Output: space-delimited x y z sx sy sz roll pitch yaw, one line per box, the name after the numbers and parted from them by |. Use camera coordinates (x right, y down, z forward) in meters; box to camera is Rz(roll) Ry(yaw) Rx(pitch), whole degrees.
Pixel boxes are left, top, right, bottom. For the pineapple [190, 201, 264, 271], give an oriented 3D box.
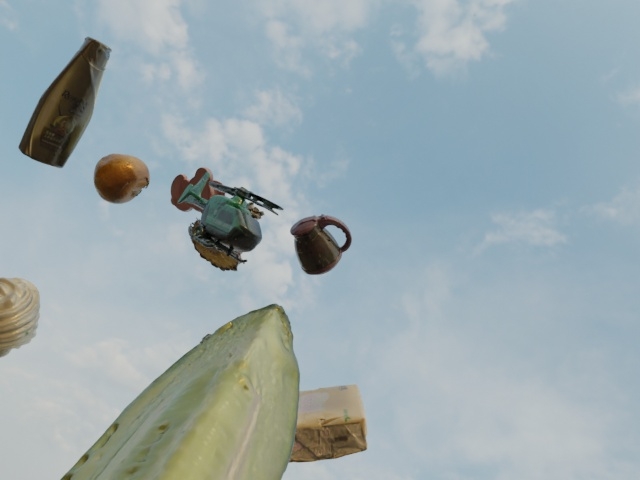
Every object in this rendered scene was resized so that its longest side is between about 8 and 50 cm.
-0.342 -0.049 1.747 0.262 0.272 0.263 20 -44 21 | pineapple

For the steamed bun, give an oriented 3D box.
-0.693 0.171 0.983 0.106 0.183 0.183 14 -48 -37 | steamed bun

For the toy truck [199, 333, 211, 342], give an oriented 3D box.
-0.394 0.404 1.580 0.052 0.063 0.123 -16 -77 34 | toy truck

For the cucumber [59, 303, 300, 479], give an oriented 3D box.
-0.100 0.176 0.349 0.145 0.325 0.105 -19 -72 20 | cucumber

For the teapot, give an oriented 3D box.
-0.005 0.006 1.114 0.148 0.116 0.146 -7 -56 32 | teapot

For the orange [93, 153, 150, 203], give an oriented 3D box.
-0.581 -0.183 1.270 0.156 0.156 0.134 -36 -89 30 | orange

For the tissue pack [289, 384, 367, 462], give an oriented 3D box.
0.009 0.405 0.991 0.186 0.222 0.090 -8 -88 2 | tissue pack

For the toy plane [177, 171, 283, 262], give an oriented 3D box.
-0.138 -0.038 0.598 0.235 0.060 0.096 24 -94 47 | toy plane

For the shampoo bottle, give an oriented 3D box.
-0.661 -0.367 1.152 0.084 0.125 0.350 32 -86 27 | shampoo bottle

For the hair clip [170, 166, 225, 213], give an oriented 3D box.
-0.310 -0.115 1.068 0.138 0.102 0.123 -1 -85 -1 | hair clip
